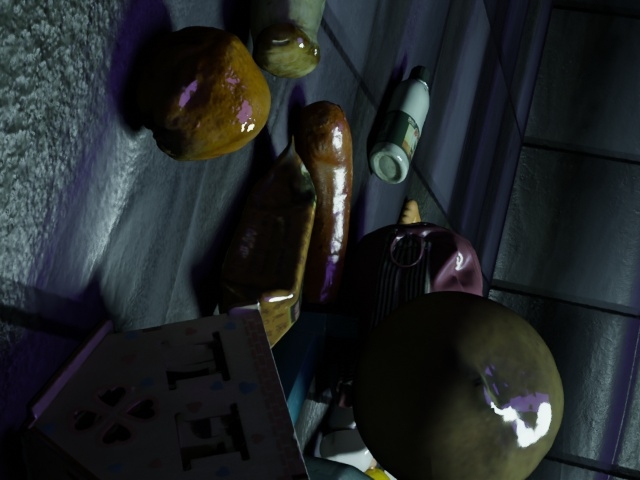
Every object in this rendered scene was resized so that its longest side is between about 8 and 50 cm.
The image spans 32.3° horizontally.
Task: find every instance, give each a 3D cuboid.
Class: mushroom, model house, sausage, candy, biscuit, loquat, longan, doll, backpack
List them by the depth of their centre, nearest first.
[{"bbox_3d":[-0.143,0.211,1.007,0.326,0.244,0.169,-112,-160,-52],"label":"model house"},{"bbox_3d":[-0.116,-0.139,1.070,0.137,0.113,0.137,-3,95,-43],"label":"loquat"},{"bbox_3d":[-0.019,-0.344,1.292,0.107,0.087,0.333,65,36,-70],"label":"mushroom"},{"bbox_3d":[-0.056,-0.002,1.375,0.143,0.101,0.271,92,11,-55],"label":"candy"},{"bbox_3d":[0.003,-0.055,1.553,0.103,0.076,0.302,-54,149,-63],"label":"sausage"},{"bbox_3d":[0.192,0.221,1.597,0.319,0.319,0.319,11,90,-73],"label":"longan"},{"bbox_3d":[0.154,0.127,1.848,0.197,0.283,0.317,-3,94,-74],"label":"backpack"},{"bbox_3d":[0.071,0.473,2.010,0.423,0.161,0.348,67,34,-49],"label":"doll"},{"bbox_3d":[0.161,0.055,2.231,0.160,0.030,0.249,71,34,-59],"label":"biscuit"}]

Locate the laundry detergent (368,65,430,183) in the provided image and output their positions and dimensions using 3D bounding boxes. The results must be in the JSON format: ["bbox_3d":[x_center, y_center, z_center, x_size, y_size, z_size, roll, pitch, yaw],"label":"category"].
[{"bbox_3d":[0.148,-0.214,1.944,0.099,0.070,0.225,64,38,-51],"label":"laundry detergent"}]

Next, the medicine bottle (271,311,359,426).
[{"bbox_3d":[-0.037,0.202,1.526,0.079,0.124,0.258,97,16,-53],"label":"medicine bottle"}]

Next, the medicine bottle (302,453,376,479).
[{"bbox_3d":[0.013,0.432,1.545,0.245,0.290,0.245,11,90,-73],"label":"medicine bottle"}]
